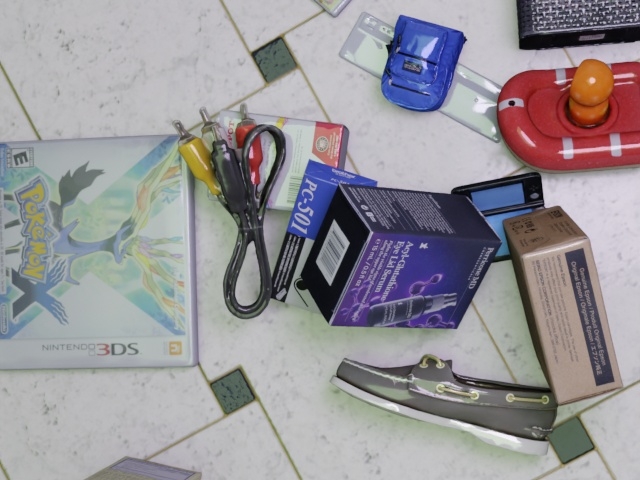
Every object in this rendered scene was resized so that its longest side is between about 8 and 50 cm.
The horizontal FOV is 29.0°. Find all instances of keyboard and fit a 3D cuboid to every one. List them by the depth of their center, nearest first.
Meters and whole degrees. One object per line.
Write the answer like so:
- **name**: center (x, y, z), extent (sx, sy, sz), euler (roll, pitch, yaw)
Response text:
- **keyboard**: center (0.151, -0.226, 1.708), extent (0.256, 0.014, 0.072), euler (30, 98, 8)

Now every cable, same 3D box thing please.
- **cable**: center (-0.098, -0.044, 1.660), extent (0.139, 0.072, 0.287), euler (-15, 101, -8)

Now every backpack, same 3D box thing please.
- **backpack**: center (0.128, -0.234, 1.655), extent (0.098, 0.101, 0.120), euler (19, 101, 16)

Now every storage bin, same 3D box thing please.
- **storage bin**: center (0.349, -0.305, 1.623), extent (0.180, 0.122, 0.084), euler (-3, 88, 8)

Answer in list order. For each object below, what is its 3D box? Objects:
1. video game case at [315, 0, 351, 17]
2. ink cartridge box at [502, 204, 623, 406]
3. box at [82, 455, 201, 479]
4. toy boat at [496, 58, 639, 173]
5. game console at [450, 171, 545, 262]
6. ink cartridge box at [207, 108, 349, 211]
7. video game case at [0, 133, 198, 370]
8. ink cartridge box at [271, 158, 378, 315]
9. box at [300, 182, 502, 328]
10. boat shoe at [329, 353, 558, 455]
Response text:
- **video game case**: center (0.020, -0.452, 1.724), extent (0.193, 0.023, 0.212), euler (43, 94, 7)
- **ink cartridge box**: center (0.300, 0.073, 1.553), extent (0.088, 0.235, 0.193), euler (-16, 101, 5)
- **box**: center (-0.259, 0.418, 1.639), extent (0.117, 0.243, 0.214), euler (11, 91, 9)
- **toy boat**: center (0.343, -0.178, 1.592), extent (0.231, 0.151, 0.151), euler (-5, 62, 7)
- **game console**: center (0.244, -0.028, 1.663), extent (0.122, 0.107, 0.071), euler (-11, 59, 7)
- **ink cartridge box**: center (-0.057, -0.106, 1.704), extent (0.175, 0.072, 0.127), euler (8, 92, 8)
- **video game case**: center (-0.325, 0.018, 1.760), extent (0.300, 0.036, 0.329), euler (-2, 89, 8)
- **ink cartridge box**: center (0.000, 0.000, 1.653), extent (0.097, 0.046, 0.207), euler (19, 123, -1)
- **box**: center (0.103, 0.023, 1.588), extent (0.207, 0.108, 0.153), euler (3, 125, -29)
- **boat shoe**: center (0.166, 0.203, 1.653), extent (0.305, 0.109, 0.091), euler (16, 91, 2)
